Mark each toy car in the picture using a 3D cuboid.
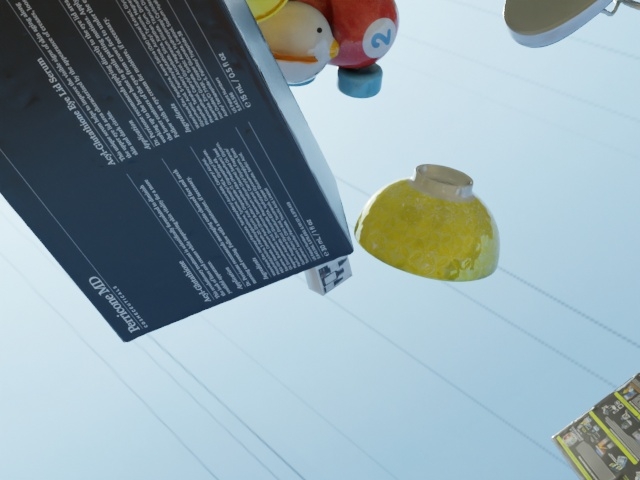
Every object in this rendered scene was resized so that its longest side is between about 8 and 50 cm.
[{"bbox_3d":[-0.009,-0.286,1.144,0.210,0.219,0.238,13,-142,11],"label":"toy car"}]

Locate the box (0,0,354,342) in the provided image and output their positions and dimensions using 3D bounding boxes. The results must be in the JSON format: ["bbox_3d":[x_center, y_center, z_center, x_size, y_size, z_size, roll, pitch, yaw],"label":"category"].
[{"bbox_3d":[-0.115,-0.077,0.531,0.184,0.261,0.103,-23,-144,7],"label":"box"}]

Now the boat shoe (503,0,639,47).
[{"bbox_3d":[0.397,-0.380,1.089,0.136,0.156,0.367,38,-92,35],"label":"boat shoe"}]

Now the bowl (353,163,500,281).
[{"bbox_3d":[0.220,-0.056,1.560,0.289,0.156,0.289,10,-157,-4],"label":"bowl"}]

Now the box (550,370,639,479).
[{"bbox_3d":[0.474,0.301,1.159,0.216,0.060,0.270,-40,-167,5],"label":"box"}]

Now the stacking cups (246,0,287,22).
[{"bbox_3d":[-0.149,-0.382,0.924,0.096,0.316,0.096,-15,-121,26],"label":"stacking cups"}]

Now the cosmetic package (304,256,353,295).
[{"bbox_3d":[0.000,0.000,1.835,0.099,0.239,0.060,-34,-144,-29],"label":"cosmetic package"}]
